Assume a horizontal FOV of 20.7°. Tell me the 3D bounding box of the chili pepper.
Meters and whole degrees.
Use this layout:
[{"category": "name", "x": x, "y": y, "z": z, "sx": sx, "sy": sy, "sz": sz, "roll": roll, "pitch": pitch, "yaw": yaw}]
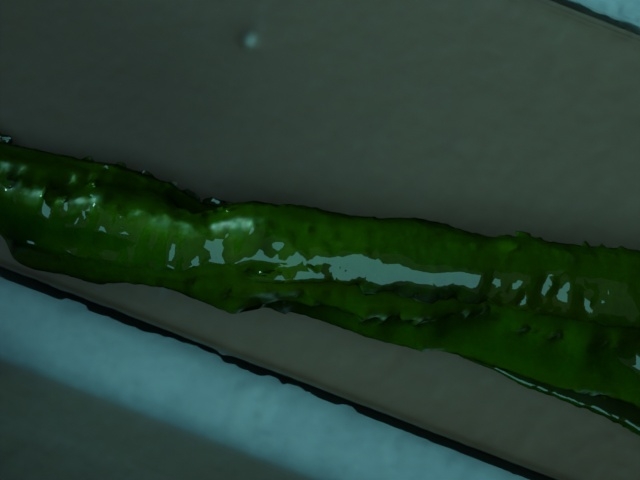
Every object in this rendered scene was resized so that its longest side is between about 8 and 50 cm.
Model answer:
[{"category": "chili pepper", "x": -0.001, "y": 0.000, "z": 0.693, "sx": 0.359, "sy": 0.076, "sz": 0.085, "roll": 18, "pitch": 120, "yaw": -2}]
